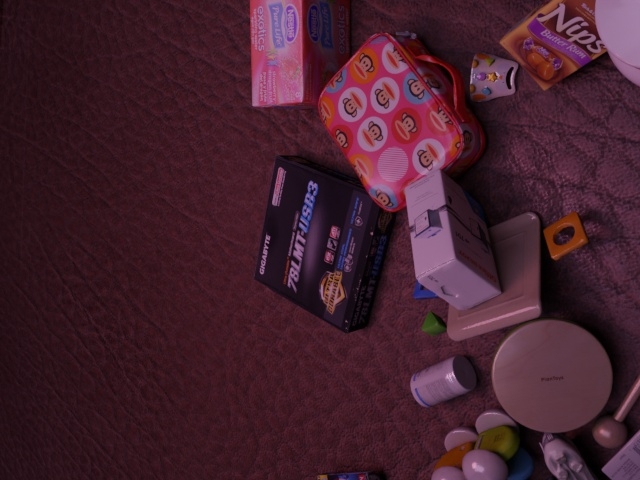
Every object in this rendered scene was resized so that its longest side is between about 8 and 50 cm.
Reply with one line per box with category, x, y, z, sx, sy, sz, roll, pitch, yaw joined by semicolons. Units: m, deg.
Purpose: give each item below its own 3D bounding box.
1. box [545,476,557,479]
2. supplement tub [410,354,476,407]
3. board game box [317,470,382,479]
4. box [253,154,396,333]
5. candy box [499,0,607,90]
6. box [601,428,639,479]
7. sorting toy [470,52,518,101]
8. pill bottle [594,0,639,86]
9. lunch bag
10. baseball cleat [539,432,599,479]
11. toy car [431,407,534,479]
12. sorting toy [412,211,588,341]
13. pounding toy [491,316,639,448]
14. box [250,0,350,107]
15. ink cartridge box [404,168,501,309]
box;0.258;0.618;1.164;0.212;0.294;0.395;55;127;21
supplement tub;0.226;0.261;1.295;0.107;0.071;0.071;-33;74;39
board game box;0.102;0.571;1.452;0.194;0.060;0.194;-19;83;40
box;0.000;0.000;1.462;0.293;0.073;0.295;26;111;35
candy box;0.369;-0.314;1.036;0.109;0.053;0.187;44;150;-8
box;0.495;0.298;1.016;0.072;0.137;0.126;44;122;27
sorting toy;0.296;-0.278;1.190;0.075;0.045;0.083;7;101;21
pill bottle;0.461;-0.263;0.842;0.188;0.334;0.187;7;101;41
lunch bag;0.151;-0.226;1.262;0.258;0.120;0.293;-43;69;37
baseball cleat;0.424;0.389;1.142;0.072;0.109;0.205;-26;106;14
toy car;0.289;0.395;1.214;0.136;0.159;0.182;45;126;-2
sorting toy;0.301;0.066;1.184;0.348;0.047;0.195;-27;42;42
pounding toy;0.394;0.216;1.138;0.237;0.110;0.182;20;99;8
box;-0.040;-0.415;1.387;0.142;0.154;0.299;5;98;41
ink cartridge box;0.218;-0.001;1.167;0.082;0.140;0.190;-31;44;30
